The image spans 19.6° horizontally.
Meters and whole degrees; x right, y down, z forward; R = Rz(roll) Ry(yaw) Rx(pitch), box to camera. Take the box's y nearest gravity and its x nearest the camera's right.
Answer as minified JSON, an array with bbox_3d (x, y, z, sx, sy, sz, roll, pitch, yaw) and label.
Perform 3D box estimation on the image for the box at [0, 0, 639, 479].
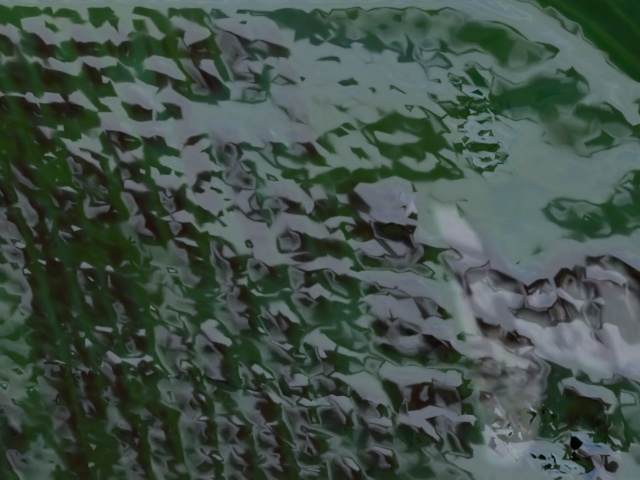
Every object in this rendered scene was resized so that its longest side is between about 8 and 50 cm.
[{"bbox_3d":[0.000,0.000,0.610,0.337,0.264,0.106,4,-150,33],"label":"box"}]
